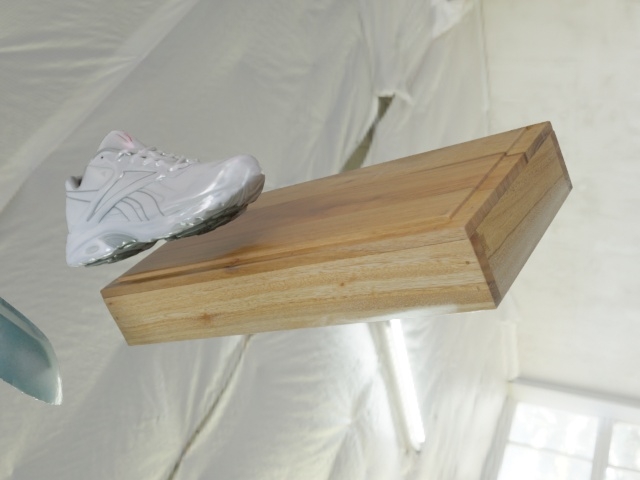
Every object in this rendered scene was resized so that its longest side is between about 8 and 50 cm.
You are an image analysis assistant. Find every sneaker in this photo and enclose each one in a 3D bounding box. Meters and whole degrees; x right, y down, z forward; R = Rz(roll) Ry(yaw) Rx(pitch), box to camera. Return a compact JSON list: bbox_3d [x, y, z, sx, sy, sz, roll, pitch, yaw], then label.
[{"bbox_3d":[-0.157,-0.051,0.704,0.090,0.232,0.115,-15,-91,-62],"label":"sneaker"}]

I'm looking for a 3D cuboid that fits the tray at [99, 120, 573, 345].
[{"bbox_3d":[0.000,0.000,0.728,0.203,0.411,0.076,-43,-66,-47],"label":"tray"}]

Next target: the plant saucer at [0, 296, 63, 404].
[{"bbox_3d":[-0.293,0.071,0.688,0.037,0.195,0.195,-51,-33,-12],"label":"plant saucer"}]
